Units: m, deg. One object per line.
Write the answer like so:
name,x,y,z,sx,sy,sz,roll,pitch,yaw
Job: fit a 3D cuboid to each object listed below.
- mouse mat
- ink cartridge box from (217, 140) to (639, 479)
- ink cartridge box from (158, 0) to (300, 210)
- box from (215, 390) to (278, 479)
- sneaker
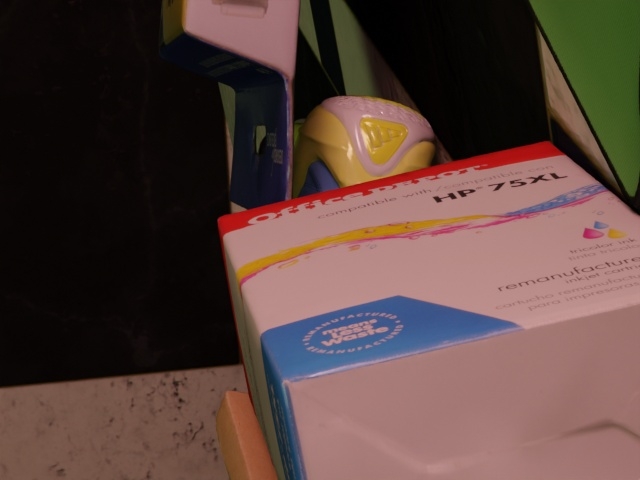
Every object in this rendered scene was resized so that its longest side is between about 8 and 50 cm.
mouse mat,0.077,-0.121,0.589,0.189,0.007,0.152,80,173,-47
ink cartridge box,0.041,0.029,0.653,0.231,0.134,0.078,-121,19,-72
ink cartridge box,-0.048,-0.169,0.997,0.303,0.072,0.307,-156,73,-82
box,0.055,0.137,0.688,0.201,0.164,0.021,-110,37,-49
sneaker,0.000,0.000,1.042,0.240,0.091,0.126,117,167,-80
